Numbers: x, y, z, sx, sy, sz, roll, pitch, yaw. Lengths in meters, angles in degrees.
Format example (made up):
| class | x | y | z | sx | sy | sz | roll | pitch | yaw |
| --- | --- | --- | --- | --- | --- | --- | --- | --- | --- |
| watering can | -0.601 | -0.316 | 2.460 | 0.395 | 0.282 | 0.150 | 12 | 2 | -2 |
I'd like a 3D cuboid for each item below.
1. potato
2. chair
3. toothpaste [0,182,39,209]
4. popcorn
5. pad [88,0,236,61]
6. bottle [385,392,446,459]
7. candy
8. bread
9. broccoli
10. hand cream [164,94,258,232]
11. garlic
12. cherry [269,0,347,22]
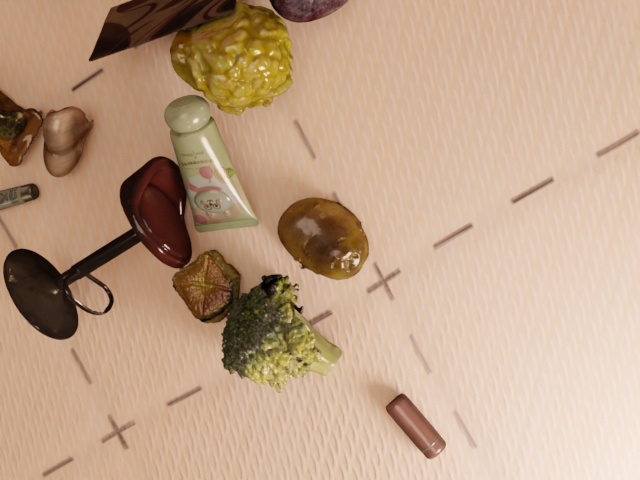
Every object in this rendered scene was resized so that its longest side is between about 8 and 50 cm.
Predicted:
| class | x | y | z | sx | sy | sz | roll | pitch | yaw |
| --- | --- | --- | --- | --- | --- | --- | --- | --- | --- |
| potato | 0.000 | 0.000 | 1.805 | 0.200 | 0.081 | 0.164 | 34 | 101 | 12 |
| chair | -0.436 | 0.016 | 1.839 | 0.401 | 0.226 | 0.226 | -32 | 85 | 13 |
| toothpaste | -0.751 | -0.085 | 2.005 | 0.239 | 0.039 | 0.062 | -13 | 86 | 16 |
| popcorn | -0.168 | -0.360 | 1.759 | 0.259 | 0.259 | 0.212 | -25 | 123 | 14 |
| pad | -0.313 | -0.474 | 1.803 | 0.330 | 0.220 | 0.004 | -15 | 132 | 16 |
| bottle | 0.194 | 0.379 | 1.791 | 0.053 | 0.053 | 0.140 | -42 | 83 | 12 |
| candy | -0.745 | -0.297 | 1.963 | 0.271 | 0.101 | 0.143 | 40 | 109 | 3 |
| bread | -0.233 | 0.097 | 1.872 | 0.128 | 0.069 | 0.140 | -41 | 80 | 12 |
| broccoli | -0.067 | 0.191 | 1.787 | 0.243 | 0.247 | 0.263 | 31 | 145 | -20 |
| hand cream | -0.235 | -0.150 | 1.811 | 0.147 | 0.093 | 0.306 | -7 | 124 | 15 |
| garlic | -0.558 | -0.218 | 1.915 | 0.099 | 0.124 | 0.174 | 11 | 123 | -2 |
| cherry | -0.021 | -0.526 | 1.731 | 0.195 | 0.195 | 0.195 | 1 | 93 | 14 |
